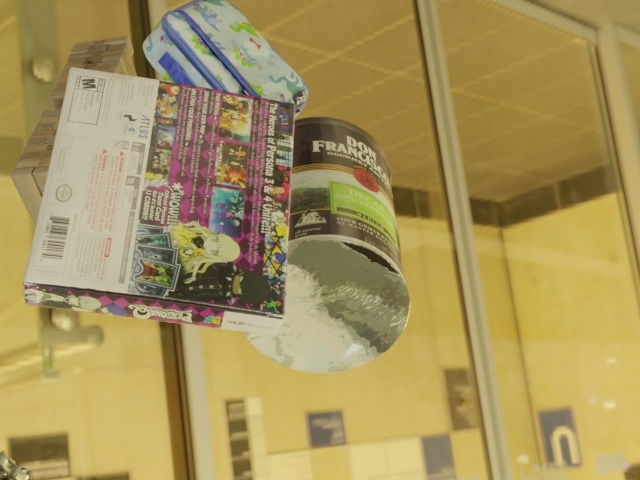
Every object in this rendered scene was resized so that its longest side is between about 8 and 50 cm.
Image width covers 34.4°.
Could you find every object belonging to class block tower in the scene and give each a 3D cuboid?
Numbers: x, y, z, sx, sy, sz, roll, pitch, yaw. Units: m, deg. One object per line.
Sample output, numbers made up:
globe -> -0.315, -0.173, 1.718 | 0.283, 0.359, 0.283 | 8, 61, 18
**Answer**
block tower -> -0.332, -0.161, 1.454 | 0.090, 0.335, 0.097 | -5, 131, 9

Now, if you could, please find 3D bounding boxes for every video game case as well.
video game case -> -0.130, -0.038, 0.892 | 0.210, 0.232, 0.042 | 7, 146, -9

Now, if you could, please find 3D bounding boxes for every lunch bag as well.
lunch bag -> -0.131, -0.233, 1.447 | 0.090, 0.219, 0.176 | -43, 175, 37

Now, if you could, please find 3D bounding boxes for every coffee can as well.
coffee can -> 0.000, 0.000, 1.294 | 0.201, 0.275, 0.202 | -1, 126, -2

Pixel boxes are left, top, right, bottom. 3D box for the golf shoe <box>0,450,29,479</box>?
golf shoe -> -0.249, 0.189, 0.661 | 0.272, 0.120, 0.105 | -11, 127, 50
